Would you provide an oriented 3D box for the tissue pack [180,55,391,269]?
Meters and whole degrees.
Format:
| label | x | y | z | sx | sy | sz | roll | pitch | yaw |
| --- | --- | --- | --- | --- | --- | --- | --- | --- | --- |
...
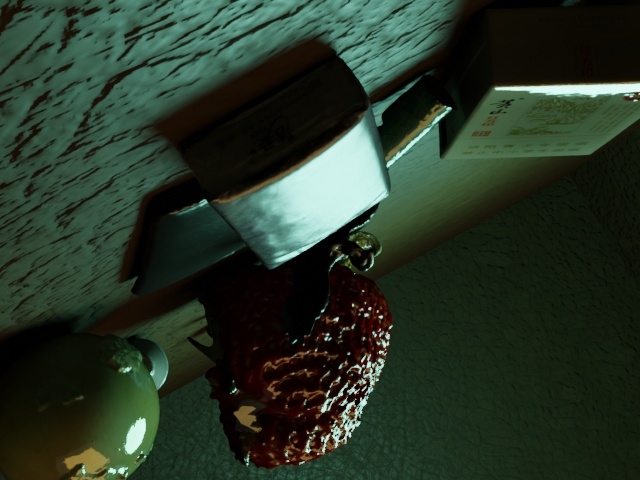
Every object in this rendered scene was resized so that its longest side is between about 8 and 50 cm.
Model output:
| label | x | y | z | sx | sy | sz | roll | pitch | yaw |
| --- | --- | --- | --- | --- | --- | --- | --- | --- | --- |
| tissue pack | -0.013 | -0.043 | 0.565 | 0.112 | 0.051 | 0.156 | -32 | 162 | -1 |

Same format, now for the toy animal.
| label | x | y | z | sx | sy | sz | roll | pitch | yaw |
| --- | --- | --- | --- | --- | --- | --- | --- | --- | --- |
| toy animal | 0.000 | 0.000 | 0.833 | 0.220 | 0.108 | 0.062 | -65 | -172 | -28 |

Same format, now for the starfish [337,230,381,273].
| label | x | y | z | sx | sy | sz | roll | pitch | yaw |
| --- | --- | --- | --- | --- | --- | --- | --- | --- | --- |
| starfish | -0.027 | 0.084 | 1.322 | 0.312 | 0.113 | 0.303 | -23 | 171 | -28 |

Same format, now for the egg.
| label | x | y | z | sx | sy | sz | roll | pitch | yaw |
| --- | --- | --- | --- | --- | --- | --- | --- | --- | --- |
| egg | -0.237 | 0.166 | 0.825 | 0.164 | 0.164 | 0.201 | -30 | 173 | 0 |

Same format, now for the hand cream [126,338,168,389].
| label | x | y | z | sx | sy | sz | roll | pitch | yaw |
| --- | --- | --- | --- | --- | --- | --- | --- | --- | --- |
| hand cream | -0.278 | 0.186 | 1.257 | 0.124 | 0.077 | 0.341 | -28 | -179 | -20 |

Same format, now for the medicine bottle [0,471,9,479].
| label | x | y | z | sx | sy | sz | roll | pitch | yaw |
| --- | --- | --- | --- | --- | --- | --- | --- | --- | --- |
| medicine bottle | -0.401 | 0.281 | 0.975 | 0.289 | 0.157 | 0.157 | -26 | 172 | -28 |

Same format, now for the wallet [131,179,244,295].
| label | x | y | z | sx | sy | sz | roll | pitch | yaw |
| --- | --- | --- | --- | --- | --- | --- | --- | --- | --- |
| wallet | -0.090 | -0.009 | 0.705 | 0.124 | 0.025 | 0.244 | -27 | 173 | -22 |

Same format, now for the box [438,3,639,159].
| label | x | y | z | sx | sy | sz | roll | pitch | yaw |
| --- | --- | --- | --- | --- | --- | --- | --- | --- | --- |
| box | 0.173 | -0.114 | 0.667 | 0.141 | 0.058 | 0.201 | -2 | 172 | -1 |

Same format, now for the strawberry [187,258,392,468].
| label | x | y | z | sx | sy | sz | roll | pitch | yaw |
| --- | --- | --- | --- | --- | --- | --- | --- | --- | --- |
| strawberry | -0.024 | 0.140 | 1.074 | 0.258 | 0.261 | 0.261 | -9 | 172 | -3 |

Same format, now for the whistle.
| label | x | y | z | sx | sy | sz | roll | pitch | yaw |
| --- | --- | --- | --- | --- | --- | --- | --- | --- | --- |
| whistle | 0.028 | -0.058 | 0.693 | 0.186 | 0.039 | 0.039 | -42 | 168 | 28 |

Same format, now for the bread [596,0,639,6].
| label | x | y | z | sx | sy | sz | roll | pitch | yaw |
| --- | --- | --- | --- | --- | --- | --- | --- | --- | --- |
| bread | 0.285 | -0.194 | 0.737 | 0.173 | 0.064 | 0.232 | -25 | 173 | -9 |
